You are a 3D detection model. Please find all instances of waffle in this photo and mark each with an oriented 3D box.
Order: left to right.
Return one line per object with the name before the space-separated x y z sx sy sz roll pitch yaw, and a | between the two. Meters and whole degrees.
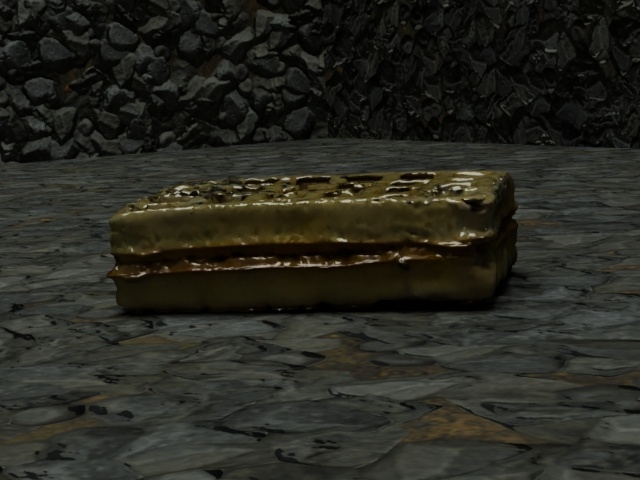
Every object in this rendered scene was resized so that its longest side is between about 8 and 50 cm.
waffle | 0.000 0.001 1.447 0.376 0.114 0.261 -2 10 11
